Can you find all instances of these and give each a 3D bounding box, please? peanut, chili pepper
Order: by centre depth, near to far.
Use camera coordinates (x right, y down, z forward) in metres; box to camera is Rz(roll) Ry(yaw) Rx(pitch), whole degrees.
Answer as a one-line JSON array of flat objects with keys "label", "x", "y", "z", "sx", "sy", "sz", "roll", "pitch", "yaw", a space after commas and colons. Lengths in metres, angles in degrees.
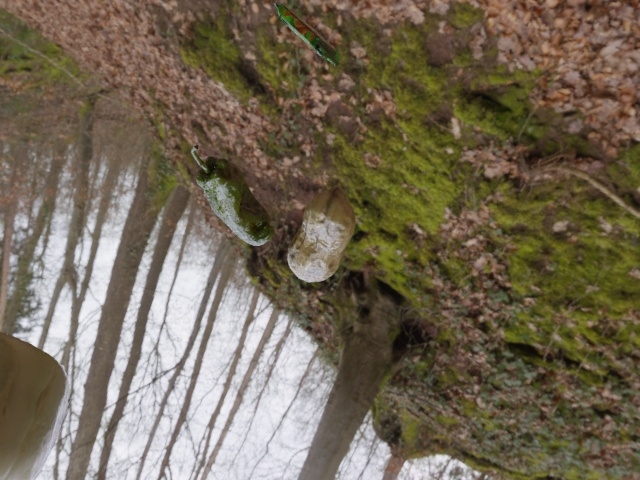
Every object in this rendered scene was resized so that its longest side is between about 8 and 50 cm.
[{"label": "peanut", "x": 0.000, "y": 0.000, "z": 0.610, "sx": 0.080, "sy": 0.175, "sz": 0.080, "roll": 8, "pitch": -127, "yaw": -10}, {"label": "chili pepper", "x": -0.141, "y": -0.078, "z": 0.720, "sx": 0.073, "sy": 0.072, "sz": 0.204, "roll": -4, "pitch": 135, "yaw": 31}]

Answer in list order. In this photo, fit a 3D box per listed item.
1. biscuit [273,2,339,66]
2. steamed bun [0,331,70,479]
[{"label": "biscuit", "x": -0.013, "y": -0.217, "z": 0.496, "sx": 0.089, "sy": 0.016, "sz": 0.046, "roll": 50, "pitch": -159, "yaw": 27}, {"label": "steamed bun", "x": -0.560, "y": 0.298, "z": 0.793, "sx": 0.272, "sy": 0.273, "sz": 0.291, "roll": 20, "pitch": -125, "yaw": -36}]
